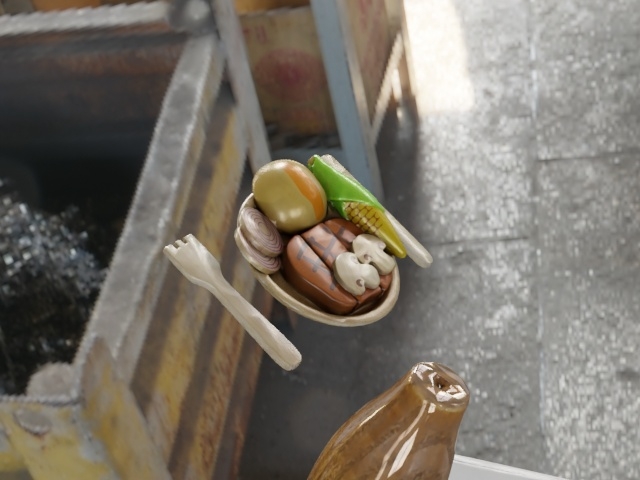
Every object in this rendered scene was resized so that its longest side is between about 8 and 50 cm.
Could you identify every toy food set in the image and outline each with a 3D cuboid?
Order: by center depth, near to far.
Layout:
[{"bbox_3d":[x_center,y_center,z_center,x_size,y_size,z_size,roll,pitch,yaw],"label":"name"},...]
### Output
[{"bbox_3d":[0.000,0.000,0.819,0.132,0.038,0.192,44,40,10],"label":"toy food set"}]

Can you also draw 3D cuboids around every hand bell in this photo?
[{"bbox_3d":[-0.013,0.130,0.419,0.126,0.242,0.126,19,33,-13],"label":"hand bell"}]

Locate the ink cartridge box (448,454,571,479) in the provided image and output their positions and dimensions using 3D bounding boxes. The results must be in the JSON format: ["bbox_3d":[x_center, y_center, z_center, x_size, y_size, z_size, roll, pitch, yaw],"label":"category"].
[{"bbox_3d":[0.043,0.284,0.644,0.131,0.226,0.306,13,68,-13],"label":"ink cartridge box"}]
